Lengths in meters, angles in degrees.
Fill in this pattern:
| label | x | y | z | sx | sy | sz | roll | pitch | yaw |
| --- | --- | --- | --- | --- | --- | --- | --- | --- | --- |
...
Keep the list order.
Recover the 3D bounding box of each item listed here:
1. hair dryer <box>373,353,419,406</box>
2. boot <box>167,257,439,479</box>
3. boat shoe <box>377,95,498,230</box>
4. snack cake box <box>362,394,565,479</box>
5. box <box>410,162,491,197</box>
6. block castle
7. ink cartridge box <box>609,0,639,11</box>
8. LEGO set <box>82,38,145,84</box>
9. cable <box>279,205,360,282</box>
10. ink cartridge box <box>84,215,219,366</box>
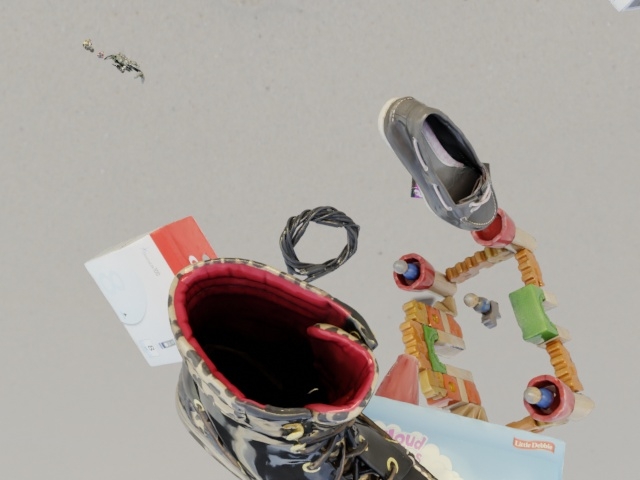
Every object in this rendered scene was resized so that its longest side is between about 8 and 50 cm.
| label | x | y | z | sx | sy | sz | roll | pitch | yaw |
| --- | --- | --- | --- | --- | --- | --- | --- | --- | --- |
| hair dryer | 0.054 | 0.292 | 1.252 | 0.293 | 0.223 | 0.080 | -44 | 119 | -8 |
| boot | 0.012 | 0.181 | 0.721 | 0.377 | 0.138 | 0.284 | 36 | 154 | 17 |
| boat shoe | 0.218 | -0.112 | 1.337 | 0.335 | 0.112 | 0.095 | 42 | 167 | -37 |
| snack cake box | 0.145 | 0.274 | 0.979 | 0.264 | 0.089 | 0.152 | 12 | 153 | 6 |
| box | 0.267 | -0.124 | 1.638 | 0.162 | 0.116 | 0.029 | 4 | 128 | 6 |
| block castle | 0.323 | 0.187 | 1.619 | 0.303 | 0.453 | 0.213 | -32 | 144 | 32 |
| ink cartridge box | 0.346 | -0.358 | 0.920 | 0.208 | 0.206 | 0.045 | -19 | 160 | -38 |
| LEGO set | -0.240 | -0.216 | 0.946 | 0.083 | 0.054 | 0.023 | 29 | 97 | -49 |
| cable | 0.000 | 0.000 | 1.690 | 0.184 | 0.047 | 0.150 | -25 | 106 | -17 |
| ink cartridge box | -0.347 | 0.129 | 1.843 | 0.385 | 0.091 | 0.308 | -16 | 107 | 47 |
